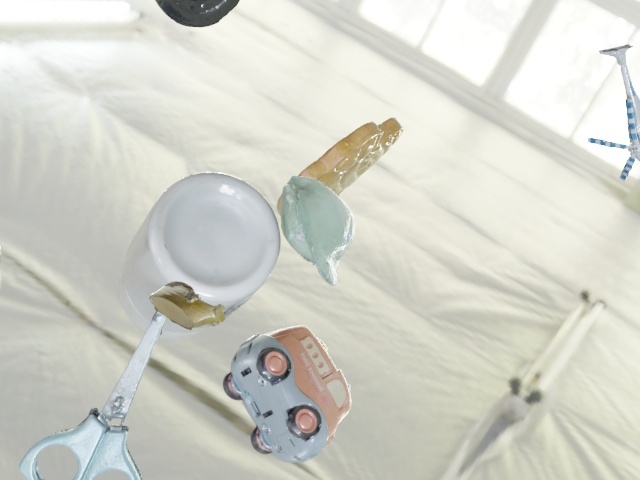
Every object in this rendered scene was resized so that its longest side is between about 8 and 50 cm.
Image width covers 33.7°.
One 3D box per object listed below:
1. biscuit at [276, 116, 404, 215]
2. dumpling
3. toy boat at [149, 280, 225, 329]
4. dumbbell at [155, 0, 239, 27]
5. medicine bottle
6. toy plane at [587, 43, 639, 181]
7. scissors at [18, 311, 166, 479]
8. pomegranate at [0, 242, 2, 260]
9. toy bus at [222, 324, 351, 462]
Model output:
[{"bbox_3d":[0.044,-0.159,2.424,0.057,0.351,0.312,52,-172,7],"label":"biscuit"},{"bbox_3d":[-0.009,-0.006,1.685,0.104,0.149,0.217,10,161,24],"label":"dumpling"},{"bbox_3d":[-0.170,0.081,1.357,0.049,0.047,0.149,-31,-155,-26],"label":"toy boat"},{"bbox_3d":[-0.270,-0.532,2.026,0.185,0.185,0.388,15,-161,-30],"label":"dumbbell"},{"bbox_3d":[-0.211,0.039,1.737,0.211,0.211,0.371,23,159,-12],"label":"medicine bottle"},{"bbox_3d":[0.587,-0.248,1.998,0.273,0.182,0.107,54,-134,-11],"label":"toy plane"},{"bbox_3d":[-0.303,0.254,1.559,0.191,0.360,0.029,25,-175,-6],"label":"scissors"},{"bbox_3d":[-0.729,0.039,2.127,0.159,0.159,0.205,24,-132,-8],"label":"pomegranate"},{"bbox_3d":[-0.055,0.320,2.283,0.232,0.194,0.288,-27,-95,-40],"label":"toy bus"}]
